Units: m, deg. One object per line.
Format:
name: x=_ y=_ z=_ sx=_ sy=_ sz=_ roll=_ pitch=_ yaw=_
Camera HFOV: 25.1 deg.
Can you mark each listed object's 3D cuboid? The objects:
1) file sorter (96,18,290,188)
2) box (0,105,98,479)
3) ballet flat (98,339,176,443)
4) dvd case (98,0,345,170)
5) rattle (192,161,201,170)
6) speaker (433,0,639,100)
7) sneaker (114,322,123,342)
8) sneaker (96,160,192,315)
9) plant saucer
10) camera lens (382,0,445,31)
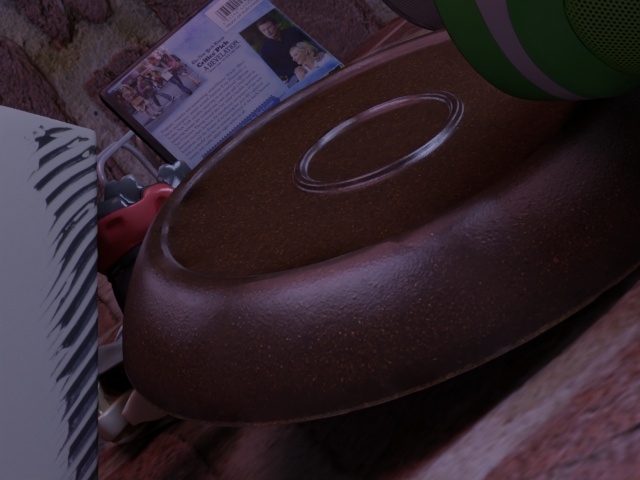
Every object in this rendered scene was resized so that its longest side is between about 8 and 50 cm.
file sorter: x=-0.107 y=-0.082 z=1.503 sx=0.278 sy=0.173 sz=0.193 roll=-35 pitch=10 yaw=31
box: x=-0.184 y=0.069 z=0.779 sx=0.113 sy=0.094 sz=0.275 roll=-31 pitch=55 yaw=46
ballet flat: x=-0.125 y=0.102 z=0.970 sx=0.213 sy=0.072 sz=0.068 roll=-32 pitch=18 yaw=46
dvd case: x=-0.062 y=-0.116 z=1.317 sx=0.180 sy=0.253 sz=0.022 roll=-42 pitch=-25 yaw=-9
rattle: x=-0.074 y=0.022 z=1.114 sx=0.200 sy=0.130 sz=0.142 roll=-22 pitch=62 yaw=35
speaker: x=0.180 y=-0.136 z=0.497 sx=0.297 sy=0.131 sz=0.131 roll=-14 pitch=24 yaw=43
sneaker: x=-0.126 y=0.073 z=1.194 sx=0.135 sy=0.052 sz=0.058 roll=-39 pitch=12 yaw=14
sneaker: x=0.000 y=0.000 z=0.867 sx=0.276 sy=0.135 sz=0.097 roll=-19 pitch=-10 yaw=-13
plant saucer: x=0.035 y=-0.030 z=0.679 sx=0.311 sy=0.050 sz=0.310 roll=-22 pitch=23 yaw=10
camera lens: x=0.163 y=-0.330 z=1.433 sx=0.219 sy=0.219 sz=0.274 roll=-42 pitch=8 yaw=-10
